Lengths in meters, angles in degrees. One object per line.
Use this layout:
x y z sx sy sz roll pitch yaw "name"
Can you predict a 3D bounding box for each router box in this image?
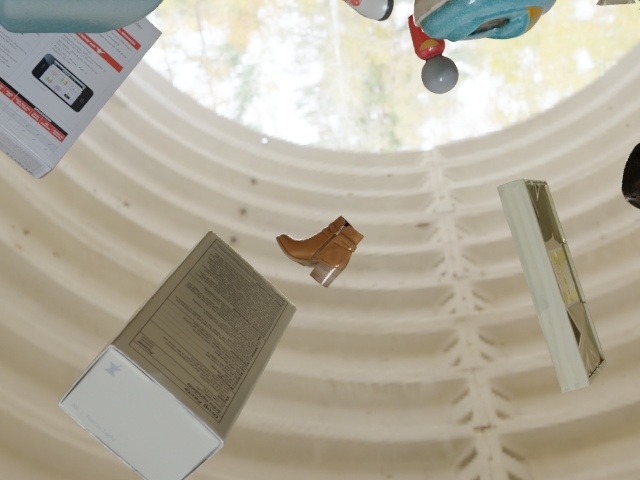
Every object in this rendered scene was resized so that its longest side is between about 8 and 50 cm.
-0.457 -0.314 1.476 0.082 0.335 0.301 -16 -144 57 "router box"

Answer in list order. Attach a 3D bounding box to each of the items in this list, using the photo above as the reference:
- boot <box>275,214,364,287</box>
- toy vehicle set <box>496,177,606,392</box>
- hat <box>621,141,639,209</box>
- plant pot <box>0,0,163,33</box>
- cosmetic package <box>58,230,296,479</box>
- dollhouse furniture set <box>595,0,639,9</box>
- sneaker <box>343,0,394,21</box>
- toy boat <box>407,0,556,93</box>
0.000 0.000 2.274 0.197 0.152 0.073 38 -175 29 "boot"
0.303 0.051 1.268 0.035 0.267 0.166 -19 174 23 "toy vehicle set"
0.699 -0.115 1.693 0.331 0.134 0.331 -28 -154 15 "hat"
-0.331 -0.398 1.263 0.247 0.248 0.252 -7 157 -31 "plant pot"
-0.152 0.128 1.141 0.113 0.160 0.309 -45 -174 27 "cosmetic package"
0.554 -0.410 1.778 0.114 0.081 0.091 -4 -163 0 "dollhouse furniture set"
0.034 -0.561 2.132 0.145 0.090 0.270 -7 -135 -38 "sneaker"
0.252 -0.356 1.609 0.267 0.148 0.318 -16 175 -28 "toy boat"
